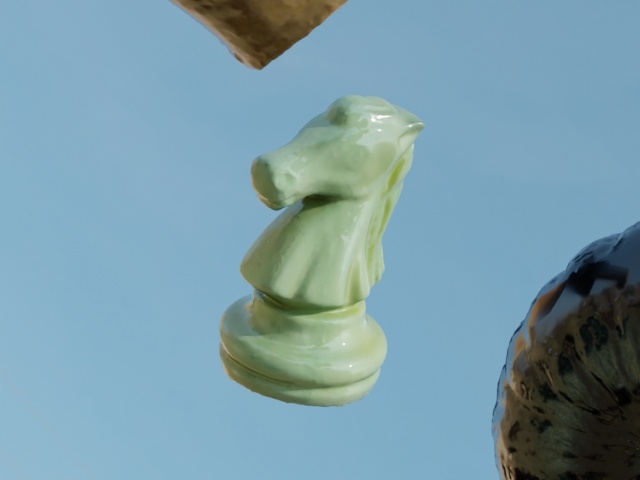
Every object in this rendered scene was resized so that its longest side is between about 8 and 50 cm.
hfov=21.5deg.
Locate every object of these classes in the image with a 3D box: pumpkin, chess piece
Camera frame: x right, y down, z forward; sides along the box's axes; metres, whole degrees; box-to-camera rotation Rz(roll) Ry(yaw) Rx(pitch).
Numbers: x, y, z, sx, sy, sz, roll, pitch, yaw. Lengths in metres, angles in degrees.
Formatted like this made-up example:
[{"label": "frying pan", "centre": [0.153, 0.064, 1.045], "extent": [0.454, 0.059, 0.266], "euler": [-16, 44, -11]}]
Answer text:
[{"label": "pumpkin", "centre": [0.175, 0.086, 0.769], "extent": [0.202, 0.140, 0.202], "euler": [4, -81, 25]}, {"label": "chess piece", "centre": [0.000, 0.000, 1.649], "extent": [0.175, 0.176, 0.298], "euler": [20, -66, 21]}]

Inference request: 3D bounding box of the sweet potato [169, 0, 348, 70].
[{"label": "sweet potato", "centre": [-0.107, -0.215, 0.873], "extent": [0.336, 0.131, 0.131], "euler": [35, -29, -33]}]
